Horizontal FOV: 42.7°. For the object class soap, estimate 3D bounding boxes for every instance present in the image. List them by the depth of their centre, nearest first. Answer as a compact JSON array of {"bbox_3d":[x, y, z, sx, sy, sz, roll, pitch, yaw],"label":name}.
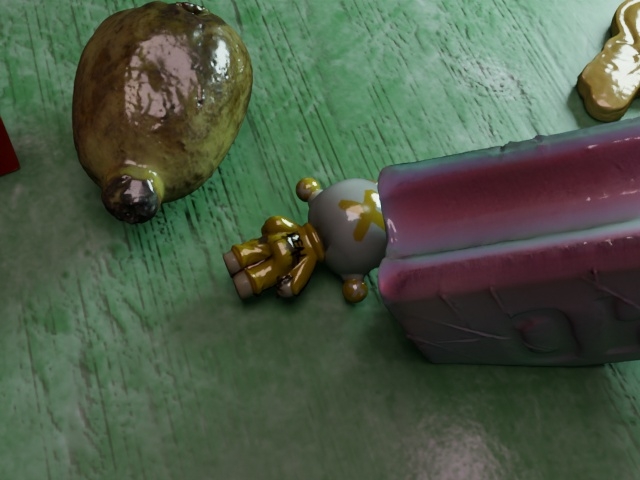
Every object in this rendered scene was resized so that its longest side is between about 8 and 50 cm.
[{"bbox_3d":[0.219,0.007,0.557,0.324,0.193,0.109,-11,61,19],"label":"soap"}]

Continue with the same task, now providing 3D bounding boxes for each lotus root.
[{"bbox_3d":[-0.131,-0.103,0.650,0.138,0.138,0.214,12,58,3],"label":"lotus root"}]

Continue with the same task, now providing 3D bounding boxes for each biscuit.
[{"bbox_3d":[0.349,-0.184,0.798,0.144,0.040,0.236,31,62,8],"label":"biscuit"}]

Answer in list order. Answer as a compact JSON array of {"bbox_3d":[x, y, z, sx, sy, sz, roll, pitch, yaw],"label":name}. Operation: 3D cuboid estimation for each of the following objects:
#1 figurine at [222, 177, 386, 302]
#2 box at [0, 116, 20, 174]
[{"bbox_3d":[-0.003,-0.004,0.631,0.143,0.068,0.101,1,74,-4],"label":"figurine"},{"bbox_3d":[-0.300,-0.135,0.671,0.048,0.100,0.152,-23,62,-15],"label":"box"}]
